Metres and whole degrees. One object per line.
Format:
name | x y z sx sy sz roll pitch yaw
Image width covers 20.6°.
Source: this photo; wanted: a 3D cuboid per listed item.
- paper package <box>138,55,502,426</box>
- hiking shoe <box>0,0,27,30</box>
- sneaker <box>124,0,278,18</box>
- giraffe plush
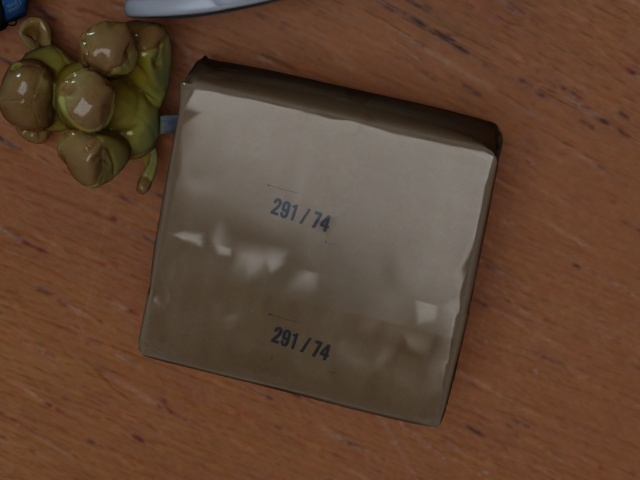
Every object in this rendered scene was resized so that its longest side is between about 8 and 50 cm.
paper package | 0.000 0.000 1.793 0.324 0.168 0.310 12 104 4
hiking shoe | -0.368 -0.235 1.819 0.132 0.113 0.304 18 131 -40
sneaker | -0.065 -0.311 1.776 0.295 0.104 0.147 -13 98 3
giraffe plush | -0.251 -0.151 1.802 0.170 0.210 0.181 17 86 21
